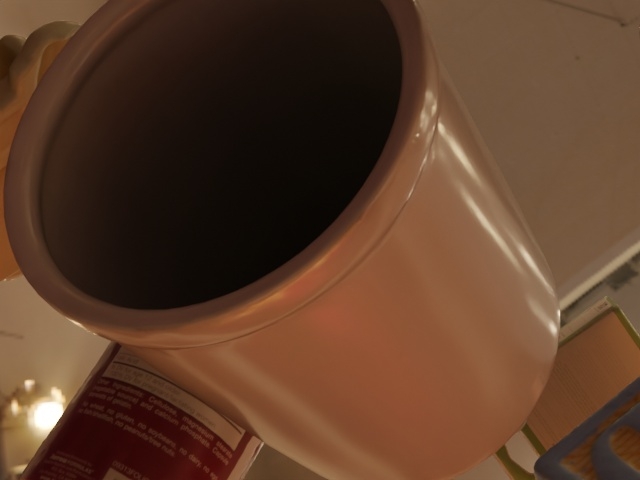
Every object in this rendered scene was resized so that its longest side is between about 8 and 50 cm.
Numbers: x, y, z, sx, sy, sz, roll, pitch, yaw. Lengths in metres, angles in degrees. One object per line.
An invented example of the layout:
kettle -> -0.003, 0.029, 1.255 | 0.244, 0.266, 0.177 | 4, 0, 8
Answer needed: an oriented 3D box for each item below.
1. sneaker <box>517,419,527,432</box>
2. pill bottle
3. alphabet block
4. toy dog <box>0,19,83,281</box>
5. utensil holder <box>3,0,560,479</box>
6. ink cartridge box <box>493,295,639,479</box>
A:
sneaker -> 0.191, 0.091, 1.245 | 0.091, 0.126, 0.240 | -5, -122, 6
pill bottle -> -0.184, 0.220, 1.321 | 0.224, 0.224, 0.392 | 0, -131, 44
alphabet block -> 0.370, 0.295, 1.189 | 0.192, 0.193, 0.197 | 33, -30, 52
toy dog -> -0.425, -0.168, 1.112 | 0.408, 0.395, 0.284 | 41, -101, 19
utensil holder -> 0.000, 0.000, 0.894 | 0.327, 0.385, 0.328 | -14, -123, 22
ink cartridge box -> 0.318, 0.207, 1.407 | 0.235, 0.056, 0.171 | -36, -76, 5
